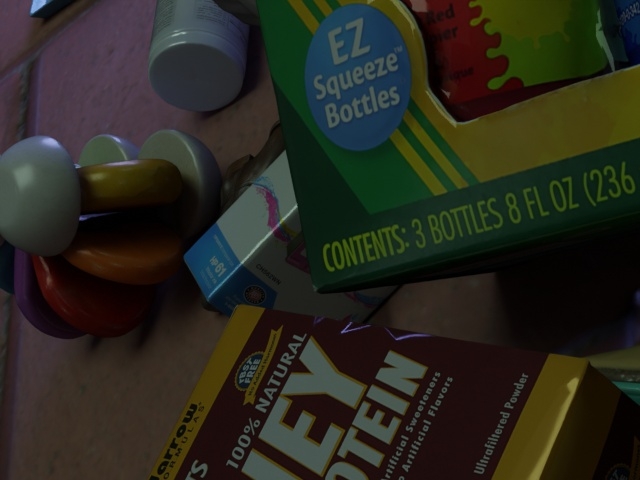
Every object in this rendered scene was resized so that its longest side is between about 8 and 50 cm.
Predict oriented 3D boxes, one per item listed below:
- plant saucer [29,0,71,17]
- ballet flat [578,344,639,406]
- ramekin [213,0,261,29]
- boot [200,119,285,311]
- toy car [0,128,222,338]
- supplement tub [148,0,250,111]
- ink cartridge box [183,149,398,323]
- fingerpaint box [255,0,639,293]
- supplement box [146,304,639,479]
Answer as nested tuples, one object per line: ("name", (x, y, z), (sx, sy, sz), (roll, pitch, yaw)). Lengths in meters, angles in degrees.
("plant saucer", (-0.186, -0.261, 1.379), (0.192, 0.018, 0.067), (-27, 41, 30))
("ballet flat", (0.186, 0.073, 0.616), (0.232, 0.080, 0.073), (4, 34, 48))
("ramekin", (0.015, -0.239, 0.925), (0.273, 0.273, 0.127), (-59, 23, -11))
("boot", (-0.033, -0.015, 0.960), (0.106, 0.037, 0.114), (-36, 32, 43))
("toy car", (-0.159, -0.002, 1.026), (0.182, 0.159, 0.136), (0, 96, 49))
("supplement tub", (-0.086, -0.153, 1.119), (0.071, 0.071, 0.107), (-27, 41, 31))
("ink cartridge box", (0.000, 0.000, 0.862), (0.122, 0.088, 0.052), (-47, 34, 7))
("fingerpaint box", (0.166, -0.202, 0.636), (0.444, 0.163, 0.371), (-15, 84, 40))
("supplement box", (0.058, 0.133, 0.581), (0.191, 0.194, 0.129), (6, 64, 51))
